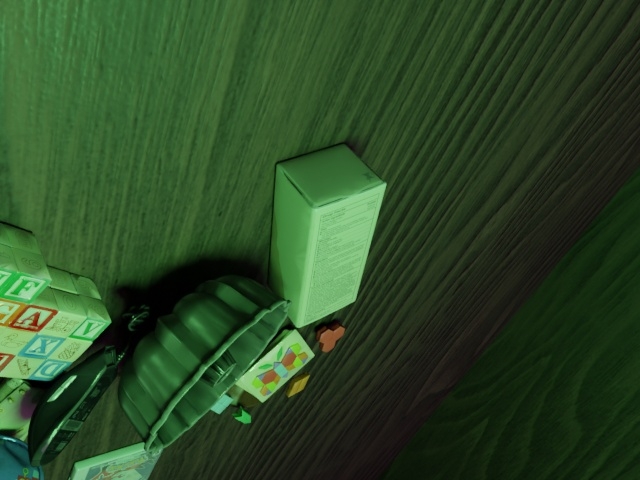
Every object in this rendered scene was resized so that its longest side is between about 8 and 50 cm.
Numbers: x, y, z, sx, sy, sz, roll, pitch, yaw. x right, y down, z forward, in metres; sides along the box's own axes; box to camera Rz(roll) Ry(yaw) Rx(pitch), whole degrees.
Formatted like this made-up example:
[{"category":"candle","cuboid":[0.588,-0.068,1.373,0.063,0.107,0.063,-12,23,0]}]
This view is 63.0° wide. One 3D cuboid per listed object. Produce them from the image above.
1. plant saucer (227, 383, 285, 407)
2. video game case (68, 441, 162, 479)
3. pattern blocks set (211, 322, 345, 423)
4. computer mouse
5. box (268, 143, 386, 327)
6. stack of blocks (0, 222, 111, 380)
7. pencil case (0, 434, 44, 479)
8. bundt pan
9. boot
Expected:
[{"category":"plant saucer","cuboid":[-0.147,0.352,1.284,0.198,0.036,0.199,-27,146,-21]},{"category":"video game case","cuboid":[-0.470,0.531,1.183,0.201,0.023,0.184,-2,132,-44]},{"category":"pattern blocks set","cuboid":[-0.099,0.292,1.214,0.325,0.026,0.285,-50,139,0]},{"category":"computer mouse","cuboid":[-0.351,0.212,0.807,0.262,0.060,0.184,-58,177,-18]},{"category":"box","cuboid":[0.000,0.000,0.929,0.147,0.121,0.311,-21,143,-28]},{"category":"stack of blocks","cuboid":[-0.409,0.071,0.631,0.171,0.087,0.297,-44,148,8]},{"category":"pencil case","cuboid":[-0.543,0.415,0.759,0.306,0.119,0.133,-44,147,15]},{"category":"bundt pan","cuboid":[-0.203,0.187,0.882,0.331,0.124,0.331,-47,168,-13]},{"category":"boot","cuboid":[-0.499,0.249,0.767,0.165,0.077,0.213,-46,152,11]}]
